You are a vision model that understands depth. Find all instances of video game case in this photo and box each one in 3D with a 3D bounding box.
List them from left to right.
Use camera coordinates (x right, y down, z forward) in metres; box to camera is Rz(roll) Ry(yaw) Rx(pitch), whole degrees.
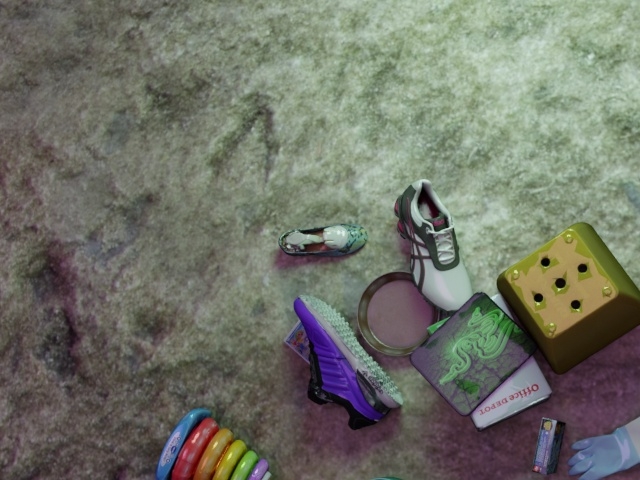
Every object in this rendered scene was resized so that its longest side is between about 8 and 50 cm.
[{"bbox_3d":[-0.006,0.208,1.938,0.122,0.011,0.087,39,95,24],"label":"video game case"}]

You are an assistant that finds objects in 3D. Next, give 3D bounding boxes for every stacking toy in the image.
[{"bbox_3d":[-0.161,0.469,1.885,0.302,0.166,0.175,25,84,9],"label":"stacking toy"}]

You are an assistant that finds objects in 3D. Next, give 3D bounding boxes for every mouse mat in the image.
[{"bbox_3d":[0.274,0.202,1.720,0.190,0.007,0.152,-43,70,-5],"label":"mouse mat"}]

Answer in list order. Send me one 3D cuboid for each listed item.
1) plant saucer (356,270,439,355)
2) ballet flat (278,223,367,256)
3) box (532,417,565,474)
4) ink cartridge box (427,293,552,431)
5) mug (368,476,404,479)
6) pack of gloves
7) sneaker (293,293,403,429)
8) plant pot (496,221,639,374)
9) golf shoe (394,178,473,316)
[{"bbox_3d":[0.155,0.145,1.879,0.168,0.029,0.168,-4,77,19],"label":"plant saucer"},{"bbox_3d":[0.000,0.000,1.952,0.188,0.070,0.070,-10,75,19],"label":"ballet flat"},{"bbox_3d":[0.402,0.361,1.676,0.027,0.137,0.094,11,82,23],"label":"box"},{"bbox_3d":[0.310,0.228,1.756,0.153,0.087,0.208,-25,70,2],"label":"ink cartridge box"},{"bbox_3d":[0.117,0.500,1.780,0.158,0.097,0.129,29,91,25],"label":"mug"},{"bbox_3d":[0.531,0.410,1.625,0.232,0.046,0.195,-35,66,33],"label":"pack of gloves"},{"bbox_3d":[0.016,0.245,1.861,0.146,0.102,0.293,-42,75,13],"label":"sneaker"},{"bbox_3d":[0.439,0.090,1.693,0.212,0.187,0.212,-35,69,10],"label":"plant pot"},{"bbox_3d":[0.218,0.014,1.821,0.105,0.120,0.273,-19,72,-14],"label":"golf shoe"}]
